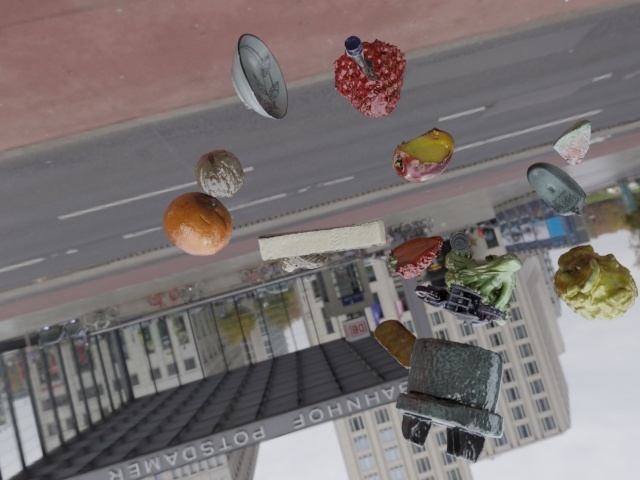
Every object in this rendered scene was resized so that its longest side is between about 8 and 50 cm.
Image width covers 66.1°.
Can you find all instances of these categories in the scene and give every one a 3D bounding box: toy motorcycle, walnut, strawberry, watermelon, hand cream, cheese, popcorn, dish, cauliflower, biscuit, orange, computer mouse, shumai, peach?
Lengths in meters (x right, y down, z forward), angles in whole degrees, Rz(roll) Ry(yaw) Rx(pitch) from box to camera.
[{"bbox_3d":[0.341,0.155,1.218,0.215,0.080,0.122,17,164,16],"label":"toy motorcycle"},{"bbox_3d":[-0.373,-0.243,1.842,0.178,0.178,0.230,-16,157,5],"label":"walnut"},{"bbox_3d":[0.146,-0.451,1.449,0.233,0.178,0.234,-4,148,-2],"label":"strawberry"},{"bbox_3d":[0.699,-0.270,1.361,0.081,0.094,0.180,-43,153,-1],"label":"watermelon"},{"bbox_3d":[0.090,-0.403,1.089,0.039,0.062,0.163,-31,168,15],"label":"hand cream"},{"bbox_3d":[0.001,0.001,1.518,0.399,0.085,0.034,-8,-163,13],"label":"cheese"},{"bbox_3d":[0.380,0.060,1.949,0.228,0.098,0.174,-35,-149,-1],"label":"strawberry"},{"bbox_3d":[0.759,0.115,1.378,0.216,0.235,0.181,29,118,-25],"label":"popcorn"},{"bbox_3d":[-0.240,-0.578,1.786,0.106,0.317,0.316,-15,176,24],"label":"dish"},{"bbox_3d":[0.608,0.151,1.810,0.281,0.327,0.260,-33,179,15],"label":"cauliflower"},{"bbox_3d":[0.299,0.382,1.837,0.118,0.029,0.247,-36,-138,-10],"label":"biscuit"},{"bbox_3d":[-0.380,-0.054,1.549,0.170,0.224,0.224,-55,159,20],"label":"orange"},{"bbox_3d":[0.793,-0.175,1.645,0.068,0.229,0.113,-32,165,-40],"label":"computer mouse"},{"bbox_3d":[-0.091,0.076,2.184,0.205,0.167,0.176,19,127,-27],"label":"shumai"},{"bbox_3d":[0.396,-0.307,1.852,0.267,0.159,0.154,-31,165,-32],"label":"peach"}]

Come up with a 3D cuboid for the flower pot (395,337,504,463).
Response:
[{"bbox_3d":[0.342,0.428,1.320,0.298,0.283,0.299,11,162,4],"label":"flower pot"}]

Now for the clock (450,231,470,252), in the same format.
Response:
[{"bbox_3d":[0.501,0.008,1.769,0.010,0.074,0.083,-27,169,-39],"label":"clock"}]
